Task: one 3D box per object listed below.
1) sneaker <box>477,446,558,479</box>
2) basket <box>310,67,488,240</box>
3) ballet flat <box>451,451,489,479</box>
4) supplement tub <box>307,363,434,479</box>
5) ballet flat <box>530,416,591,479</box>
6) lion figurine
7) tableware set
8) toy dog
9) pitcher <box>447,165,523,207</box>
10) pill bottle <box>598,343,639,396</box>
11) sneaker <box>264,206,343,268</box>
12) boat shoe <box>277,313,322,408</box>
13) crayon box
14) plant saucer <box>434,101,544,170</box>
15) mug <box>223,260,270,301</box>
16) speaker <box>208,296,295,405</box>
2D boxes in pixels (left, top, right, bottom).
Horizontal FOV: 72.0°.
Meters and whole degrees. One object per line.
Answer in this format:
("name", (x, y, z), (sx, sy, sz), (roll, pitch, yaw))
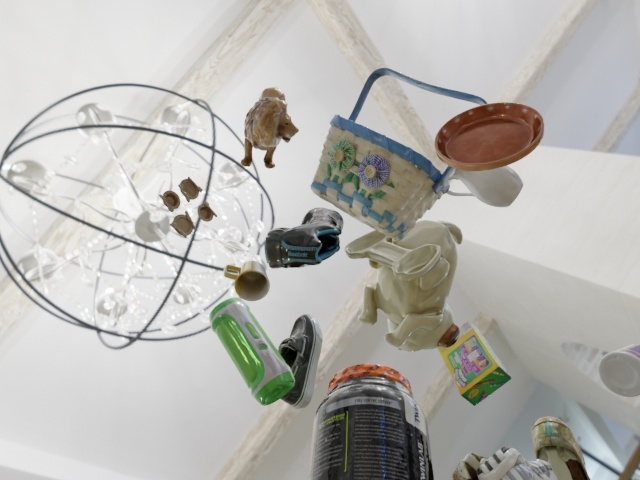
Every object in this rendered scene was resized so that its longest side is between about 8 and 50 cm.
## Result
("sneaker", (0.308, 0.374, 0.603), (0.086, 0.132, 0.229), (-49, -50, 7))
("basket", (0.139, -0.165, 0.824), (0.288, 0.255, 0.201), (-59, -33, -1))
("ballet flat", (0.306, 0.424, 0.811), (0.073, 0.206, 0.067), (-41, -85, -32))
("supplement tub", (0.082, 0.390, 0.727), (0.207, 0.338, 0.207), (3, -52, 4))
("ballet flat", (0.589, 0.592, 1.032), (0.123, 0.123, 0.348), (-23, -89, -26))
("lion figurine", (-0.157, -0.370, 1.319), (0.142, 0.392, 0.240), (6, -49, -14))
("tableware set", (-0.373, -0.096, 1.237), (0.141, 0.020, 0.168), (59, -142, -13))
("toy dog", (0.286, 0.160, 1.361), (0.395, 0.285, 0.407), (-34, -56, -35))
("pitcher", (0.488, -0.172, 1.347), (0.125, 0.207, 0.177), (-53, -10, -34))
("pill bottle", (0.790, 0.317, 1.098), (0.194, 0.108, 0.108), (0, -74, -36))
("sneaker", (0.000, 0.000, 1.106), (0.341, 0.140, 0.125), (-36, -55, -60))
("boat shoe", (-0.074, 0.357, 1.397), (0.119, 0.335, 0.121), (36, -58, -26))
("crayon box", (0.546, 0.436, 1.601), (0.081, 0.278, 0.165), (40, -74, -20))
("plant saucer", (0.136, -0.084, 0.360), (0.083, 0.083, 0.013), (-42, -47, -15))
("mug", (-0.128, 0.062, 0.796), (0.062, 0.064, 0.078), (-35, -67, 8))
("speaker", (-0.194, 0.303, 1.225), (0.131, 0.296, 0.131), (-30, -29, -19))
